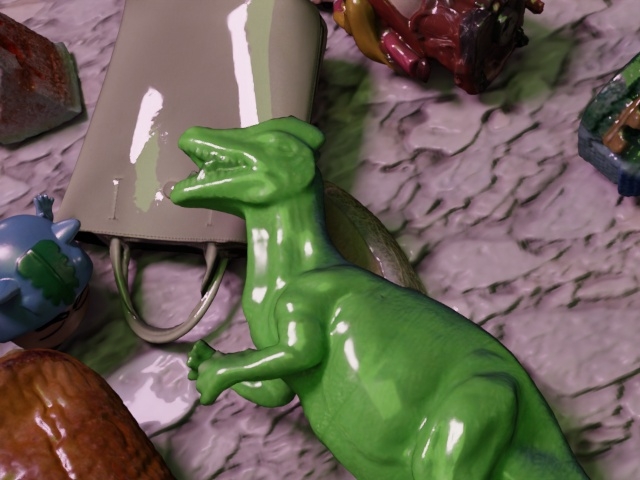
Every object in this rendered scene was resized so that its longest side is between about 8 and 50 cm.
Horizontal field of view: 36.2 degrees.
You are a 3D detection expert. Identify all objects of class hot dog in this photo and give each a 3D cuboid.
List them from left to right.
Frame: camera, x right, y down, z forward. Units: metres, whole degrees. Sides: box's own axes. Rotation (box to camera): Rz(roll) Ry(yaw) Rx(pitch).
[{"bbox_3d":[-0.173,0.203,0.676,0.196,0.122,0.272,-20,57,-40],"label":"hot dog"}]

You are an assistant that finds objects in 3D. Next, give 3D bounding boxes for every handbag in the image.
[{"bbox_3d":[-0.118,-0.072,0.844,0.241,0.109,0.315,4,68,28],"label":"handbag"}]

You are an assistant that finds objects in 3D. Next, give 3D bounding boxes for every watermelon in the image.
[{"bbox_3d":[-0.287,-0.168,0.936,0.121,0.158,0.098,-19,56,-27],"label":"watermelon"}]

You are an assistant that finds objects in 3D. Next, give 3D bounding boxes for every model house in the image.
[{"bbox_3d":[0.298,-0.080,0.745,0.148,0.119,0.149,-40,69,-7],"label":"model house"}]

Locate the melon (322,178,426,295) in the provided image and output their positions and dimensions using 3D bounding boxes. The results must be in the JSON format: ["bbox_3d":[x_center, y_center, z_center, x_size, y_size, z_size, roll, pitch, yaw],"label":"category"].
[{"bbox_3d":[0.007,-0.003,0.823,0.098,0.054,0.182,-33,59,15],"label":"melon"}]

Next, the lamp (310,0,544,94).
[{"bbox_3d":[0.064,-0.224,0.876,0.253,0.118,0.118,34,76,26],"label":"lamp"}]

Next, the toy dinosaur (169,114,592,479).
[{"bbox_3d":[0.133,0.092,0.697,0.499,0.144,0.375,2,68,1],"label":"toy dinosaur"}]

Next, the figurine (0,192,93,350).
[{"bbox_3d":[-0.257,0.045,0.834,0.178,0.145,0.114,3,31,41],"label":"figurine"}]
